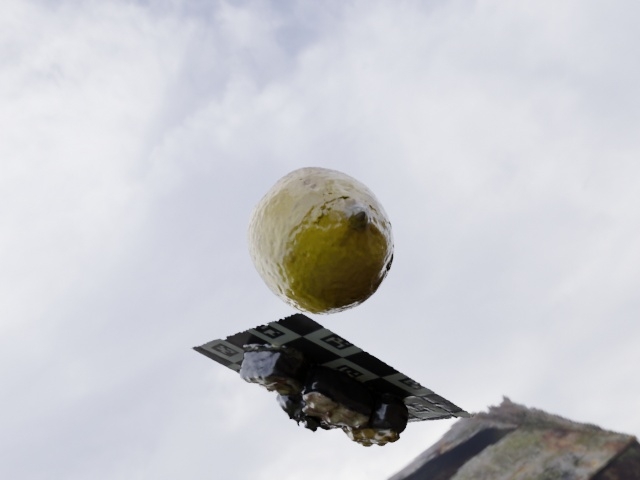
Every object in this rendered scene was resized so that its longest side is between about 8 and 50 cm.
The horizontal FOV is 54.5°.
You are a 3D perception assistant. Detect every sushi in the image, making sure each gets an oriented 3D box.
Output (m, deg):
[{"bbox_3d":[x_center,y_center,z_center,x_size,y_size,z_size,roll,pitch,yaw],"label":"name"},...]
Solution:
[{"bbox_3d":[-0.001,0.155,0.581,0.215,0.051,0.192,34,-35,-25],"label":"sushi"}]

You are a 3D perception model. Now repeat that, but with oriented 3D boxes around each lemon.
[{"bbox_3d":[-0.003,-0.003,0.983,0.228,0.253,0.229,-6,-70,-17],"label":"lemon"}]
